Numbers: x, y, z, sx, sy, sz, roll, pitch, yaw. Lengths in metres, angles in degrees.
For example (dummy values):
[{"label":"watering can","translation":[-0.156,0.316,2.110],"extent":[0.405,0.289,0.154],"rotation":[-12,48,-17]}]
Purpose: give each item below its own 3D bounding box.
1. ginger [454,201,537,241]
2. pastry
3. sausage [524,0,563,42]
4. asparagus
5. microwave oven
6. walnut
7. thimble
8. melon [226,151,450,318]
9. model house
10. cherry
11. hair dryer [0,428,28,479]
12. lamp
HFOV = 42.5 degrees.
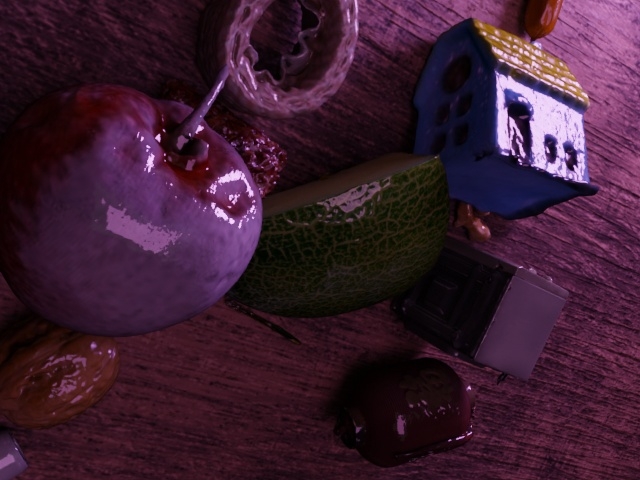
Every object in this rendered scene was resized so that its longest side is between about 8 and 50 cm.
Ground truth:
[{"label":"ginger","translation":[0.327,-0.079,1.468],"extent":[0.176,0.052,0.193],"rotation":[35,88,-32]},{"label":"pastry","translation":[-0.146,-0.137,1.159],"extent":[0.209,0.115,0.097],"rotation":[33,100,-18]},{"label":"sausage","translation":[0.389,-0.427,1.399],"extent":[0.062,0.054,0.183],"rotation":[6,101,-58]},{"label":"asparagus","translation":[-0.090,0.134,1.331],"extent":[0.166,0.013,0.016],"rotation":[35,76,-32]},{"label":"microwave oven","translation":[0.253,0.108,1.374],"extent":[0.145,0.240,0.193],"rotation":[27,91,-32]},{"label":"walnut","translation":[-0.368,0.174,1.116],"extent":[0.184,0.155,0.155],"rotation":[-33,117,-17]},{"label":"thimble","translation":[-0.063,-0.284,1.147],"extent":[0.196,0.148,0.229],"rotation":[10,97,-28]},{"label":"melon","translation":[0.000,0.000,1.252],"extent":[0.344,0.226,0.331],"rotation":[-25,159,-20]},{"label":"model house","translation":[0.295,-0.204,1.334],"extent":[0.237,0.216,0.303],"rotation":[16,65,-31]},{"label":"cherry","translation":[-0.239,-0.025,1.016],"extent":[0.327,0.291,0.334],"rotation":[9,133,-10]},{"label":"hair dryer","translation":[-0.512,0.250,1.119],"extent":[0.131,0.073,0.236],"rotation":[-30,108,-19]},{"label":"lamp","translation":[0.149,0.299,1.411],"extent":[0.258,0.180,0.180],"rotation":[-11,109,-26]}]
